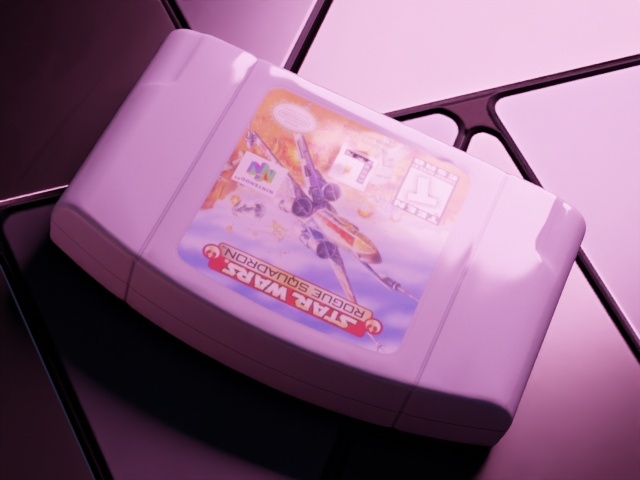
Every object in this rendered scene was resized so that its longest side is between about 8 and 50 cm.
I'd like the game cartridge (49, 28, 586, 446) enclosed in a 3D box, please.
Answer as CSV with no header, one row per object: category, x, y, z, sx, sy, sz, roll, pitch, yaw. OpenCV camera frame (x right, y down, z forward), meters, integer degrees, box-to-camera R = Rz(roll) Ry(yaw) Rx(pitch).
game cartridge,0.000,0.000,1.084,0.297,0.062,0.198,25,47,3
